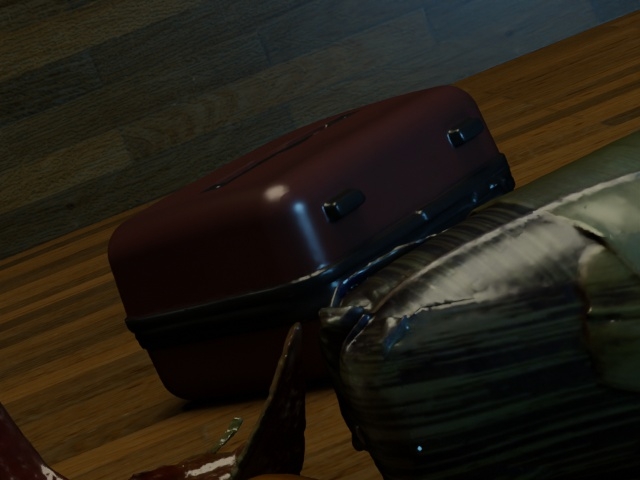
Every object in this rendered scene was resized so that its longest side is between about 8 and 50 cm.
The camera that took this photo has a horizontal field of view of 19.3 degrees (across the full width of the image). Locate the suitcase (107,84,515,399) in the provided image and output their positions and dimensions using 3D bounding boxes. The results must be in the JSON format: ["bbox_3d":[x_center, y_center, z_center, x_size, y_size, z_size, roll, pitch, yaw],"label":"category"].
[{"bbox_3d":[0.000,0.000,1.493,0.236,0.161,0.297,-15,12,40],"label":"suitcase"}]

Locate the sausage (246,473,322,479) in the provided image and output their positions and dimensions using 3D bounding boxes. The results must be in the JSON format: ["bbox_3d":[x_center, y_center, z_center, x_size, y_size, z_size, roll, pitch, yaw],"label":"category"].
[{"bbox_3d":[0.000,0.151,0.968,0.062,0.054,0.183,-42,19,-26],"label":"sausage"}]

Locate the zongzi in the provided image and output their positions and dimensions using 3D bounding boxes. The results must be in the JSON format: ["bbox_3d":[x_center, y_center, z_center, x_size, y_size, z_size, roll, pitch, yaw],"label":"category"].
[{"bbox_3d":[0.186,0.058,0.831,0.289,0.154,0.317,-27,29,-21],"label":"zongzi"}]

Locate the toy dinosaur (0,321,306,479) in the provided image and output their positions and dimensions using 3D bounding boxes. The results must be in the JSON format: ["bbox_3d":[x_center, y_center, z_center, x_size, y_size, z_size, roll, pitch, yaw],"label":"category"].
[{"bbox_3d":[-0.122,0.130,1.180,0.206,0.113,0.327,-23,8,-13],"label":"toy dinosaur"}]
